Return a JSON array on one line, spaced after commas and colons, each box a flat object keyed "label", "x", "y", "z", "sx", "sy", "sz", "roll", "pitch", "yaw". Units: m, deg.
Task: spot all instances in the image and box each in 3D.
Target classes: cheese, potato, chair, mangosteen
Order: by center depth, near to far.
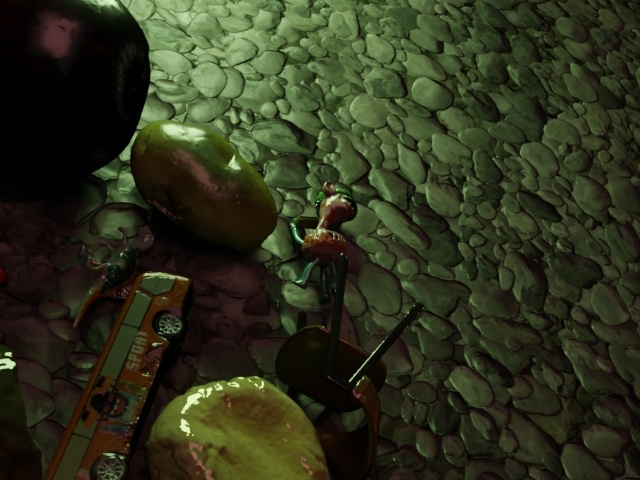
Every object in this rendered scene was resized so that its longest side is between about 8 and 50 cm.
[{"label": "cheese", "x": -0.090, "y": 0.270, "z": 0.986, "sx": 0.214, "sy": 0.117, "sz": 0.226, "roll": -18, "pitch": 71, "yaw": -48}, {"label": "chair", "x": 0.027, "y": 0.179, "z": 1.103, "sx": 0.172, "sy": 0.158, "sz": 0.247, "roll": 32, "pitch": 46, "yaw": -2}, {"label": "mangosteen", "x": -0.393, "y": -0.241, "z": 1.165, "sx": 0.300, "sy": 0.300, "sz": 0.300, "roll": 13, "pitch": 49, "yaw": -16}, {"label": "potato", "x": -0.177, "y": -0.079, "z": 1.230, "sx": 0.248, "sy": 0.143, "sz": 0.169, "roll": 37, "pitch": 43, "yaw": -5}]

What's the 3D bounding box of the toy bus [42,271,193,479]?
[{"label": "toy bus", "x": -0.247, "y": 0.210, "z": 0.994, "sx": 0.092, "sy": 0.093, "sz": 0.408, "roll": 18, "pitch": 47, "yaw": -4}]

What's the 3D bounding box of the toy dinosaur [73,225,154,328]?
[{"label": "toy dinosaur", "x": -0.284, "y": 0.051, "z": 1.143, "sx": 0.106, "sy": 0.044, "sz": 0.187, "roll": 19, "pitch": 45, "yaw": -31}]

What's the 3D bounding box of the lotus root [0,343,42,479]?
[{"label": "lotus root", "x": -0.468, "y": 0.219, "z": 0.779, "sx": 0.346, "sy": 0.250, "sz": 0.250, "roll": -10, "pitch": 59, "yaw": -36}]

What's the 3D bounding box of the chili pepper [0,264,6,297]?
[{"label": "chili pepper", "x": -0.470, "y": 0.006, "z": 1.096, "sx": 0.045, "sy": 0.027, "sz": 0.178, "roll": -25, "pitch": 66, "yaw": -37}]

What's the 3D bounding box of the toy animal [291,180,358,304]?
[{"label": "toy animal", "x": 0.000, "y": 0.000, "z": 1.294, "sx": 0.103, "sy": 0.100, "sz": 0.208, "roll": -8, "pitch": 50, "yaw": 18}]
